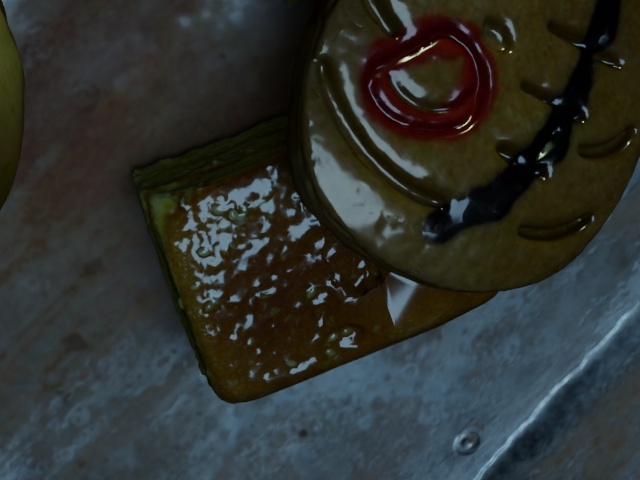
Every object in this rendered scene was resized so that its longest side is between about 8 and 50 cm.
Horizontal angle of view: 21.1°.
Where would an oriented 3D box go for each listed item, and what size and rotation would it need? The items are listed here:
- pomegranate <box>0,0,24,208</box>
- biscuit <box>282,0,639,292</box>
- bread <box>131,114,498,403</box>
[{"bbox_3d":[-0.336,-0.078,1.020,0.319,0.319,0.319,-7,113,-17],"label":"pomegranate"},{"bbox_3d":[0.111,-0.151,1.204,0.314,0.063,0.368,27,79,-25],"label":"biscuit"},{"bbox_3d":[0.000,0.000,1.266,0.234,0.110,0.184,-23,115,-9],"label":"bread"}]
